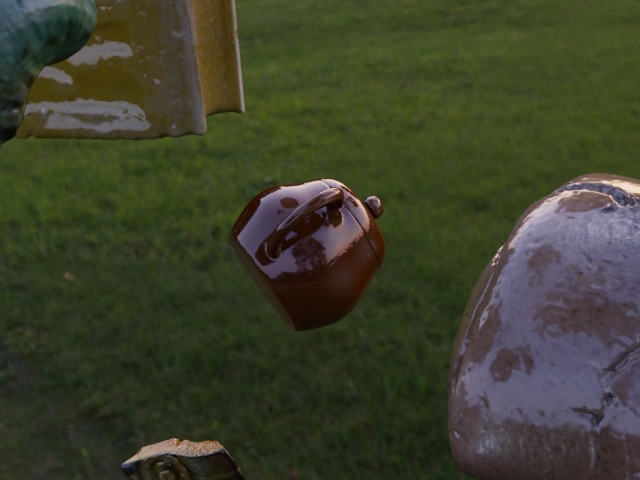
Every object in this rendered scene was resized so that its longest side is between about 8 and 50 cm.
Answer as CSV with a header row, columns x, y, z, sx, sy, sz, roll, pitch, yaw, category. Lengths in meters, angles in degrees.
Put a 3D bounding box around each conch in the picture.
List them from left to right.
x,y,z,sx,sy,sz,roll,pitch,yaw,category
-0.279,-0.174,1.053,0.176,0.122,0.188,-33,25,34,conch

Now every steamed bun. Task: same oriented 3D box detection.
x,y,z,sx,sy,sz,roll,pitch,yaw,category
0.242,0.062,0.924,0.251,0.199,0.301,25,45,14,steamed bun

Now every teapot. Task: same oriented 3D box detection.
x,y,z,sx,sy,sz,roll,pitch,yaw,category
0.000,0.000,0.891,0.116,0.173,0.116,-1,73,3,teapot

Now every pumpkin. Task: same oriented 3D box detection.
x,y,z,sx,sy,sz,roll,pitch,yaw,category
-0.082,0.164,0.824,0.101,0.073,0.035,-11,26,31,pumpkin

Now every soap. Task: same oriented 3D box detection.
x,y,z,sx,sy,sz,roll,pitch,yaw,category
-0.247,-0.279,1.345,0.293,0.335,0.156,6,22,22,soap
